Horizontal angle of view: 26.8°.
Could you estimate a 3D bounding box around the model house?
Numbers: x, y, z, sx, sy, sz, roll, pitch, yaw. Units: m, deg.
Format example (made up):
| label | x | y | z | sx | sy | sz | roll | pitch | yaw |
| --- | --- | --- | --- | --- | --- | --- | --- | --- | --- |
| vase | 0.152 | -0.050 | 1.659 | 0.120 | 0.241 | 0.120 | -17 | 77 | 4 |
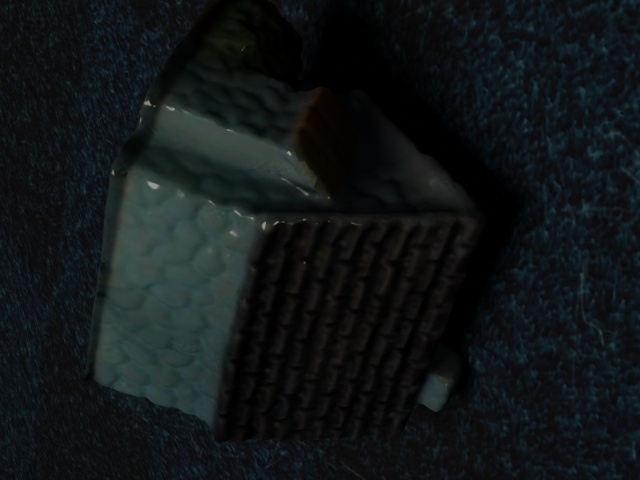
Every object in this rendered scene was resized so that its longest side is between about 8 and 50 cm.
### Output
| label | x | y | z | sx | sy | sz | roll | pitch | yaw |
| --- | --- | --- | --- | --- | --- | --- | --- | --- | --- |
| model house | 0.000 | 0.000 | 1.247 | 0.339 | 0.297 | 0.360 | 23 | 133 | 7 |
